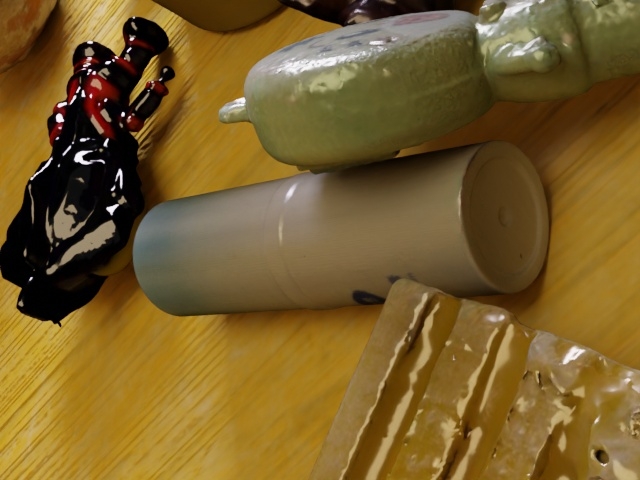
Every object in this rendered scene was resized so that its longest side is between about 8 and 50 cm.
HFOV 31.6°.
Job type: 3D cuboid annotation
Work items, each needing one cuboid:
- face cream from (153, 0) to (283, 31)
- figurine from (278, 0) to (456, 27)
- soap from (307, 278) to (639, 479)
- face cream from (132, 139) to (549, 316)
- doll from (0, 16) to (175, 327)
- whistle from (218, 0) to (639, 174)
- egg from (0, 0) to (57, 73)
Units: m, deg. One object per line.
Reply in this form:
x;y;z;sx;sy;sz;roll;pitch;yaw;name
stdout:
-0.097;-0.278;0.782;0.218;0.179;0.218;-22;56;38;face cream
0.054;-0.301;0.615;0.365;0.206;0.218;-62;33;5;figurine
0.052;0.168;0.480;0.173;0.089;0.274;22;88;50;soap
0.000;0.000;0.624;0.250;0.077;0.077;-7;67;45;face cream
-0.167;-0.049;0.828;0.127;0.088;0.248;-46;30;50;doll
0.072;-0.082;0.543;0.258;0.067;0.126;-12;17;16;whistle
-0.330;-0.248;1.007;0.195;0.195;0.233;-21;63;39;egg
